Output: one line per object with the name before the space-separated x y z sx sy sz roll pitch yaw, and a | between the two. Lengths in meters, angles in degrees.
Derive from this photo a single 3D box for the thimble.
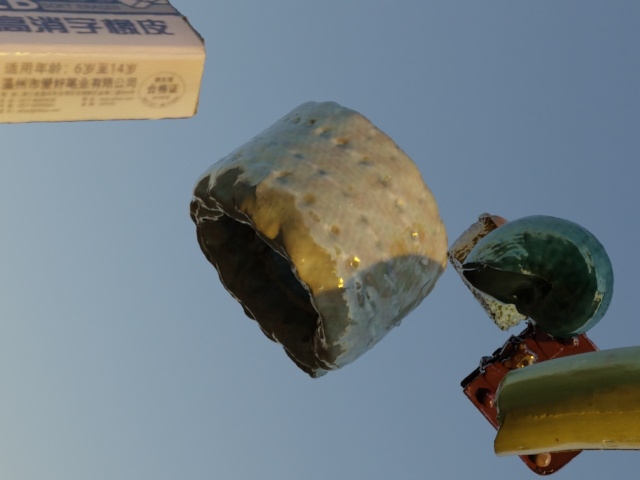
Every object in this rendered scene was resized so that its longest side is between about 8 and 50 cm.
thimble | 0.000 0.000 1.166 0.291 0.195 0.291 43 -23 24

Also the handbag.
handbag | 0.351 0.231 1.547 0.216 0.203 0.074 49 5 -11

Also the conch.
conch | 0.327 0.052 1.434 0.196 0.134 0.202 -2 -45 51

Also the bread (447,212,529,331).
bread | 0.301 0.043 1.746 0.139 0.143 0.229 45 -8 48

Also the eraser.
eraser | -0.202 -0.137 0.709 0.124 0.210 0.068 50 -46 39

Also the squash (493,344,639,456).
squash | 0.233 0.112 0.695 0.250 0.083 0.083 -9 -74 28
